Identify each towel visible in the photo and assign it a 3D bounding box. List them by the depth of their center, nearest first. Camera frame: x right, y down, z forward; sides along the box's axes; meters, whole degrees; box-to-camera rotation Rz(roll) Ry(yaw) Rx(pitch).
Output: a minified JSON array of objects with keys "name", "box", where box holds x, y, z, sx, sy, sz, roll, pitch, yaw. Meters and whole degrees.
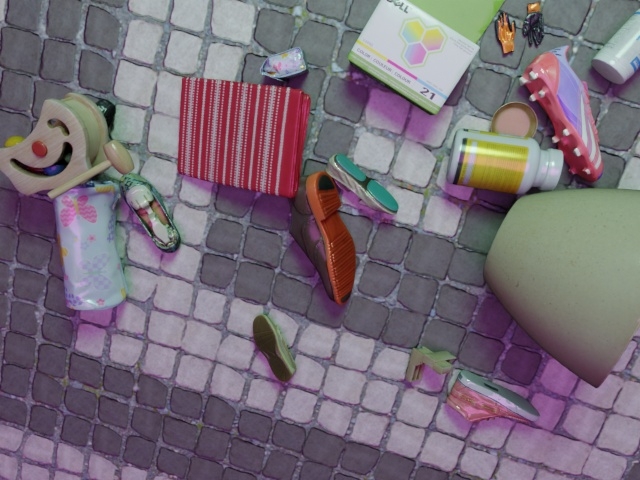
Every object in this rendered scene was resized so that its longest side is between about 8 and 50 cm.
[{"name":"towel","box":[-0.154,-0.199,0.946,0.275,0.031,0.199,14,106,22]}]

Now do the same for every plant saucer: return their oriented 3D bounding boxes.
[{"name":"plant saucer","box":[0.358,-0.215,0.921,0.083,0.015,0.083,2,104,7]}]

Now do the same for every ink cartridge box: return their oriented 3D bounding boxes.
[{"name":"ink cartridge box","box":[0.192,-0.378,0.862,0.189,0.097,0.255,32,105,-1]}]

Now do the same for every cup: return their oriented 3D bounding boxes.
[{"name":"cup","box":[0.425,0.044,0.845,0.237,0.331,0.331,26,106,28]}]

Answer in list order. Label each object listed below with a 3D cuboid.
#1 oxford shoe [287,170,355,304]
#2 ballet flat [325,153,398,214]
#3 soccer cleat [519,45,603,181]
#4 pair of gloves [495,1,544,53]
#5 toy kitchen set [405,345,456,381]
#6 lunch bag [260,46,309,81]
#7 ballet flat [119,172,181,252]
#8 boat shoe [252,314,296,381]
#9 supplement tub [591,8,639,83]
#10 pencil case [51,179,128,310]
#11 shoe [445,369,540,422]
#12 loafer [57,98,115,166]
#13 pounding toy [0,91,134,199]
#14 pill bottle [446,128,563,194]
[{"name":"oxford shoe","box":[0.000,0.000,0.989,0.098,0.097,0.271,-6,103,33]},{"name":"ballet flat","box":[0.080,-0.102,0.970,0.168,0.057,0.052,43,132,0]},{"name":"soccer cleat","box":[0.451,-0.222,0.879,0.095,0.083,0.248,-33,97,1]},{"name":"pair of gloves","box":[0.357,-0.380,0.886,0.083,0.010,0.074,-13,102,7]},{"name":"toy kitchen set","box":[0.235,0.269,1.024,0.068,0.083,0.075,1,108,-36]},{"name":"lunch bag","box":[-0.067,-0.322,0.920,0.083,0.071,0.053,-13,105,7]},{"name":"ballet flat","box":[-0.347,-0.058,1.016,0.070,0.070,0.188,-32,99,13]},{"name":"boat shoe","box":[-0.097,0.227,1.068,0.056,0.048,0.153,-27,92,24]},{"name":"supplement tub","box":[0.530,-0.331,0.845,0.071,0.071,0.107,39,104,-3]},{"name":"pencil case","box":[-0.473,0.008,1.025,0.113,0.124,0.273,14,109,49]},{"name":"shoe","box":[0.354,0.345,1.029,0.178,0.063,0.081,26,106,6]},{"name":"loafer","box":[-0.500,-0.206,0.996,0.223,0.076,0.078,-42,103,17]},{"name":"pounding toy","box":[-0.480,-0.167,0.884,0.269,0.155,0.154,-9,114,14]},{"name":"pill bottle","box":[0.327,-0.139,0.890,0.184,0.103,0.103,11,104,10]}]
